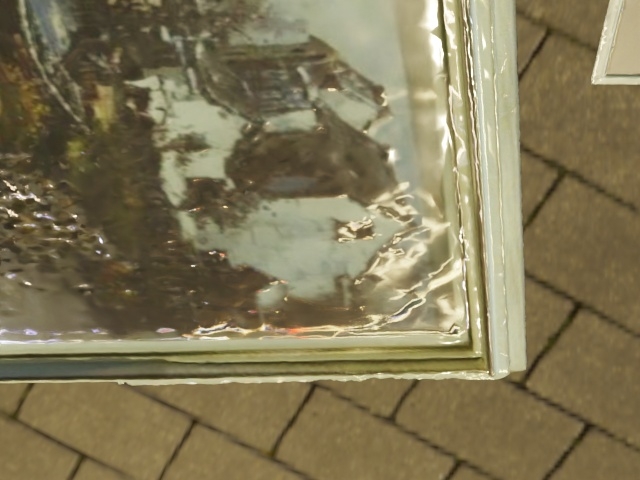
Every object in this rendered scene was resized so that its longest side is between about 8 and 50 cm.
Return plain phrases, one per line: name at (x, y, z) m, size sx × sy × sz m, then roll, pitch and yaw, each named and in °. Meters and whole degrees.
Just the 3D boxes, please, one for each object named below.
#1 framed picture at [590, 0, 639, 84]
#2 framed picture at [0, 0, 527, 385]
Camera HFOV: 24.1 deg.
framed picture at (0.280, -0.176, 1.094) m, size 0.142 × 0.011 × 0.183 m, roll 0°, pitch 146°, yaw 0°
framed picture at (-0.056, -0.032, 0.444) m, size 0.232 × 0.019 × 0.296 m, roll -2°, pitch 143°, yaw 9°
